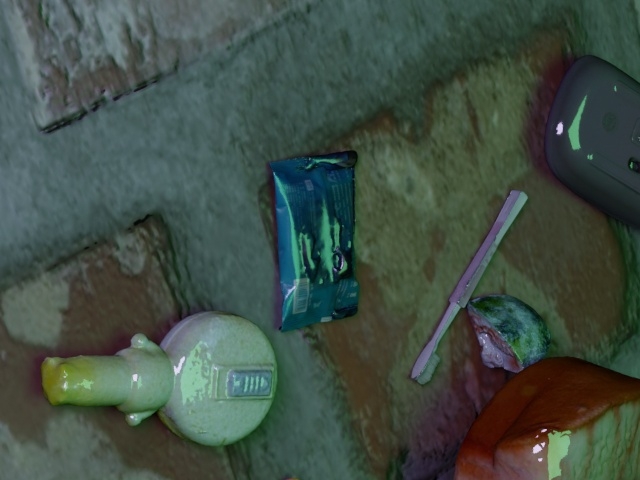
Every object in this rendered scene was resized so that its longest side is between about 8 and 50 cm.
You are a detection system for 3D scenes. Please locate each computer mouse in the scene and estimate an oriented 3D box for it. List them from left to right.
[{"bbox_3d":[0.284,-0.081,1.691,0.232,0.057,0.120,26,80,-35],"label":"computer mouse"}]

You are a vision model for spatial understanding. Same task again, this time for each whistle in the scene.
[{"bbox_3d":[-0.115,0.104,1.398,0.198,0.057,0.104,3,94,-40],"label":"whistle"}]

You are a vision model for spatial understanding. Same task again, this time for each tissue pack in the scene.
[{"bbox_3d":[0.000,0.000,1.497,0.085,0.028,0.138,-10,99,-37],"label":"tissue pack"}]

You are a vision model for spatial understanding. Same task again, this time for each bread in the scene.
[{"bbox_3d":[0.216,0.267,1.616,0.295,0.114,0.327,1,105,-49],"label":"bread"}]

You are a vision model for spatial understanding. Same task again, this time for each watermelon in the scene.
[{"bbox_3d":[0.164,0.085,1.634,0.085,0.085,0.061,20,124,-39],"label":"watermelon"}]

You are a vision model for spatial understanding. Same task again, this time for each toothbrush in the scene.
[{"bbox_3d":[0.128,0.039,1.611,0.017,0.014,0.194,40,72,-35],"label":"toothbrush"}]

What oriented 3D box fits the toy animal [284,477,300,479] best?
[{"bbox_3d":[-0.052,0.249,1.467,0.159,0.070,0.083,-51,122,-27],"label":"toy animal"}]
